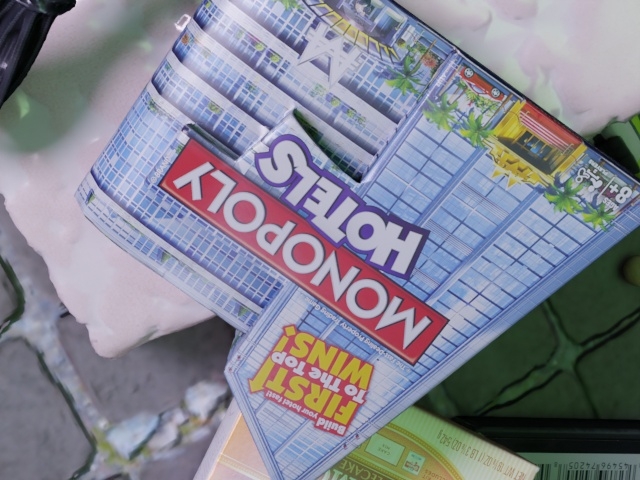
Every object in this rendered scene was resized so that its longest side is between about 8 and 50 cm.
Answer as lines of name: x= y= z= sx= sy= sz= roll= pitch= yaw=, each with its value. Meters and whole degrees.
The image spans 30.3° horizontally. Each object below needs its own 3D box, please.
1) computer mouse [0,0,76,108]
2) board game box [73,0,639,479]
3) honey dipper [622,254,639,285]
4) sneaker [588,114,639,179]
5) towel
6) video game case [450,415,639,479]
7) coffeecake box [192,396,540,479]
computer mouse: x=-0.194 y=-0.163 z=0.464 sx=0.262 sy=0.060 sz=0.184 roll=36 pitch=118 yaw=-5
board game box: x=0.000 y=0.000 z=0.489 sx=0.194 sy=0.060 sz=0.194 roll=34 pitch=103 yaw=-6
honey dipper: x=0.249 y=-0.003 z=0.697 sx=0.160 sy=0.030 sz=0.030 roll=-15 pitch=99 yaw=-14
sneaker: x=0.121 y=-0.146 z=0.599 sx=0.121 sy=0.111 sz=0.300 roll=-35 pitch=106 yaw=-18
towel: x=-0.038 y=-0.149 z=0.510 sx=0.317 sy=0.053 sz=0.332 roll=-26 pitch=103 yaw=9
video game case: x=0.191 y=0.230 z=0.689 sx=0.274 sy=0.035 sz=0.248 roll=4 pitch=92 yaw=-21
coffeecake box: x=-0.002 y=0.159 z=0.578 sx=0.142 sy=0.068 sz=0.185 roll=26 pitch=87 yaw=-5
